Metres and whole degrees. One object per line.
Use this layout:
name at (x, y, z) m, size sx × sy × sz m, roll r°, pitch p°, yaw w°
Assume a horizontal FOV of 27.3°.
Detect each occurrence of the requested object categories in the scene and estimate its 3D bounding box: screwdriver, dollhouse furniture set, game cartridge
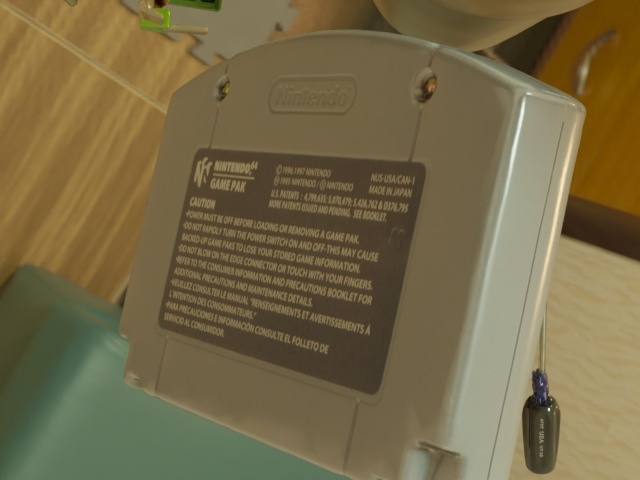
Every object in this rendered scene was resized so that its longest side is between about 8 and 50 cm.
screwdriver at (0.132, 0.066, 0.802) m, size 0.024 × 0.025 × 0.169 m, roll -30°, pitch 120°, yaw -48°
dollhouse furniture set at (-0.094, -0.184, 0.918) m, size 0.059 × 0.152 × 0.076 m, roll 5°, pitch 93°, yaw -7°
game cartridge at (0.000, 0.000, 0.625) m, size 0.060 × 0.294 × 0.196 m, roll 9°, pitch 91°, yaw -34°

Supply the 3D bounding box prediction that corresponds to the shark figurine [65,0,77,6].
shark figurine at (-0.072, -0.209, 0.494) m, size 0.116 × 0.278 × 0.166 m, roll -27°, pitch 110°, yaw 14°

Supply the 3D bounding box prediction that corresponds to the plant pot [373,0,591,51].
plant pot at (0.159, -0.332, 1.320) m, size 0.323 × 0.280 × 0.323 m, roll 2°, pitch 75°, yaw -6°
